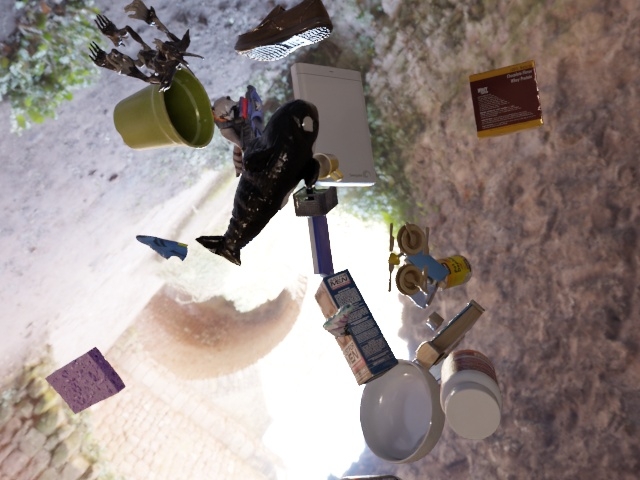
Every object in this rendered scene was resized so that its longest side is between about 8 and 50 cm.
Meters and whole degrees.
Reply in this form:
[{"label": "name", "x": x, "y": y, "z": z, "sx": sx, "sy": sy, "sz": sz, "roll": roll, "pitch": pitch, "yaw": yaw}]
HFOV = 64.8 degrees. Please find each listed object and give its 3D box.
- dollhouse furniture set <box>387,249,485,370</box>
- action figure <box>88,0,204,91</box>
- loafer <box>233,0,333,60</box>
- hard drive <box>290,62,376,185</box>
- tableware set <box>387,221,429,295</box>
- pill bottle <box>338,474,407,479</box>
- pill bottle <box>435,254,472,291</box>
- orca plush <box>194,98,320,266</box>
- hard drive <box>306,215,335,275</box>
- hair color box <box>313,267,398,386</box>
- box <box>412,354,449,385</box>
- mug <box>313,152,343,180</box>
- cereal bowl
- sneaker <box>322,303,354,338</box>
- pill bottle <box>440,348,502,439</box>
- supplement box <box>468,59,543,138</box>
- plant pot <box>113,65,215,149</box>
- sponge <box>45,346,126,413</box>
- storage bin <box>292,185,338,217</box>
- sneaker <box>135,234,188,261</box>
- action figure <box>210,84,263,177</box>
[{"label": "dollhouse furniture set", "x": 0.279, "y": 0.211, "z": 1.511, "sx": 0.198, "sy": 0.303, "sz": 0.286, "roll": -35, "pitch": 156, "yaw": -23}, {"label": "action figure", "x": -0.402, "y": -0.428, "z": 1.122, "sx": 0.141, "sy": 0.276, "sz": 0.164, "roll": 30, "pitch": 78, "yaw": -64}, {"label": "loafer", "x": -0.124, "y": -0.688, "z": 1.639, "sx": 0.366, "sy": 0.130, "sz": 0.134, "roll": -6, "pitch": 178, "yaw": 29}, {"label": "hard drive", "x": 0.042, "y": -0.339, "z": 1.493, "sx": 0.233, "sy": 0.352, "sz": 0.047, "roll": -4, "pitch": 174, "yaw": -33}, {"label": "tableware set", "x": 0.245, "y": 0.051, "z": 1.339, "sx": 0.039, "sy": 0.128, "sz": 0.194, "roll": 174, "pitch": -80, "yaw": -66}, {"label": "pill bottle", "x": 0.123, "y": 0.533, "z": 1.019, "sx": 0.108, "sy": 0.180, "sz": 0.107, "roll": -32, "pitch": -128, "yaw": 53}, {"label": "pill bottle", "x": 0.461, "y": 0.124, "z": 1.890, "sx": 0.215, "sy": 0.117, "sz": 0.117, "roll": -10, "pitch": 156, "yaw": -36}, {"label": "orca plush", "x": -0.107, "y": -0.105, "z": 0.784, "sx": 0.287, "sy": 0.151, "sz": 0.102, "roll": -48, "pitch": 151, "yaw": 8}, {"label": "hard drive", "x": 0.000, "y": 0.000, "z": 2.117, "sx": 0.040, "sy": 0.318, "sz": 0.210, "roll": -11, "pitch": 165, "yaw": 15}, {"label": "hair color box", "x": 0.107, "y": 0.285, "z": 1.654, "sx": 0.105, "sy": 0.347, "sz": 0.174, "roll": -20, "pitch": 158, "yaw": -21}, {"label": "box", "x": 0.444, "y": 0.492, "z": 1.808, "sx": 0.037, "sy": 0.225, "sz": 0.136, "roll": -15, "pitch": 153, "yaw": -52}, {"label": "mug", "x": 0.016, "y": -0.178, "z": 1.232, "sx": 0.062, "sy": 0.078, "sz": 0.064, "roll": -15, "pitch": -174, "yaw": 31}, {"label": "cereal bowl", "x": 0.292, "y": 0.577, "z": 1.708, "sx": 0.339, "sy": 0.141, "sz": 0.338, "roll": -32, "pitch": -132, "yaw": 43}, {"label": "sneaker", "x": 0.058, "y": 0.193, "z": 1.166, "sx": 0.098, "sy": 0.069, "sz": 0.038, "roll": -42, "pitch": -175, "yaw": 33}, {"label": "pill bottle", "x": 0.312, "y": 0.315, "z": 1.051, "sx": 0.121, "sy": 0.121, "sz": 0.221, "roll": -50, "pitch": 172, "yaw": 14}, {"label": "supplement box", "x": 0.574, "y": -0.430, "z": 1.571, "sx": 0.192, "sy": 0.194, "sz": 0.129, "roll": -9, "pitch": -175, "yaw": 19}, {"label": "plant pot", "x": -0.545, "y": -0.419, "z": 1.716, "sx": 0.254, "sy": 0.276, "sz": 0.276, "roll": -10, "pitch": -158, "yaw": 22}, {"label": "sponge", "x": -0.552, "y": 0.331, "z": 1.179, "sx": 0.210, "sy": 0.117, "sz": 0.031, "roll": -30, "pitch": -171, "yaw": 32}, {"label": "storage bin", "x": -0.017, "y": -0.149, "z": 1.825, "sx": 0.122, "sy": 0.084, "sz": 0.180, "roll": -2, "pitch": -162, "yaw": 20}, {"label": "sneaker", "x": -0.627, "y": 0.031, "z": 1.991, "sx": 0.069, "sy": 0.209, "sz": 0.082, "roll": 3, "pitch": -103, "yaw": 64}, {"label": "action figure", "x": -0.256, "y": -0.312, "z": 1.620, "sx": 0.179, "sy": 0.330, "sz": 0.341, "roll": -11, "pitch": -130, "yaw": 12}]
